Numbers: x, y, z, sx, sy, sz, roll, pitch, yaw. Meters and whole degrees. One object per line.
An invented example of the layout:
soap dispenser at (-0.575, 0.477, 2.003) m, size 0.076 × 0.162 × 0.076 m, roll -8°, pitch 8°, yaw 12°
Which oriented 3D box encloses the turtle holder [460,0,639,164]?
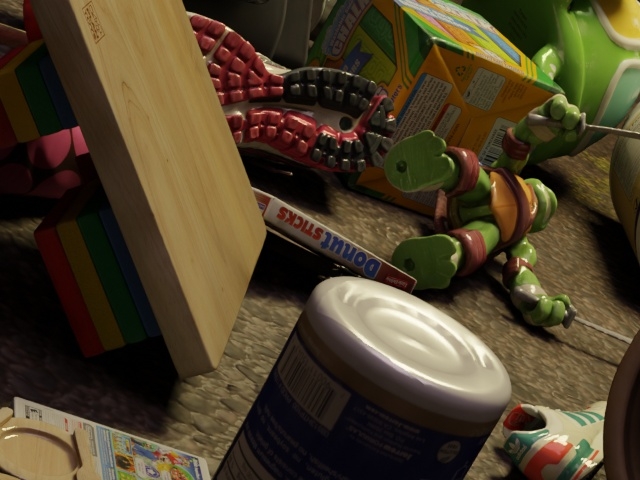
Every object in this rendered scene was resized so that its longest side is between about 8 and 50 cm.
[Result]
turtle holder at (0.288, -0.251, 1.982) m, size 0.227 × 0.320 × 0.243 m, roll -12°, pitch 29°, yaw -28°

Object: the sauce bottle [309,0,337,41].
sauce bottle at (0.126, -0.242, 2.110) m, size 0.344 × 0.111 × 0.111 m, roll 15°, pitch 22°, yaw -30°

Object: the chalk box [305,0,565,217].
chalk box at (0.093, -0.167, 1.748) m, size 0.179 × 0.180 × 0.289 m, roll 18°, pitch 19°, yaw -29°

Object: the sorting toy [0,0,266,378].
sorting toy at (-0.134, -0.065, 1.091) m, size 0.255 × 0.089 × 0.257 m, roll -74°, pitch 146°, yaw -69°

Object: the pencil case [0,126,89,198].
pencil case at (-0.226, -0.080, 1.166) m, size 0.095 × 0.098 × 0.209 m, roll 7°, pitch 2°, yaw 29°

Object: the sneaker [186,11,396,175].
sneaker at (-0.083, -0.124, 1.514) m, size 0.299 × 0.121 × 0.112 m, roll 19°, pitch -9°, yaw -24°

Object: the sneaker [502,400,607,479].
sneaker at (0.181, 0.142, 1.229) m, size 0.075 × 0.057 × 0.161 m, roll 37°, pitch 22°, yaw 8°

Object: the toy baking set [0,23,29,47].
toy baking set at (-0.225, -0.125, 1.317) m, size 0.197 × 0.030 × 0.256 m, roll 22°, pitch -9°, yaw 0°

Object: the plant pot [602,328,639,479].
plant pot at (0.338, 0.146, 1.207) m, size 0.263 × 0.263 × 0.229 m, roll 31°, pitch 1°, yaw 10°

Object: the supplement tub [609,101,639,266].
supplement tub at (0.460, -0.052, 1.864) m, size 0.241 × 0.241 × 0.331 m, roll 26°, pitch 18°, yaw -7°

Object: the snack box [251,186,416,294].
snack box at (0.000, 0.000, 1.321) m, size 0.178 × 0.022 × 0.064 m, roll 30°, pitch -5°, yaw -41°

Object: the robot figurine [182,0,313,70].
robot figurine at (-0.144, -0.229, 1.581) m, size 0.278 × 0.209 × 0.173 m, roll 13°, pitch 38°, yaw -33°

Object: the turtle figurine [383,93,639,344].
turtle figurine at (0.197, -0.028, 1.497) m, size 0.275 × 0.197 × 0.266 m, roll 36°, pitch 24°, yaw 32°

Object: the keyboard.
keyboard at (0.023, 0.047, 1.323) m, size 0.192 × 0.038 × 0.100 m, roll 26°, pitch -5°, yaw -1°

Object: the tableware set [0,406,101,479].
tableware set at (-0.192, 0.106, 0.826) m, size 0.169 × 0.020 × 0.141 m, roll 20°, pitch 20°, yaw -6°

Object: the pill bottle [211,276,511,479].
pill bottle at (0.006, 0.123, 0.821) m, size 0.112 × 0.186 × 0.112 m, roll 25°, pitch 19°, yaw -9°

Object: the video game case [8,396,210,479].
video game case at (-0.115, 0.131, 0.908) m, size 0.122 × 0.011 × 0.087 m, roll 21°, pitch 19°, yaw -20°
